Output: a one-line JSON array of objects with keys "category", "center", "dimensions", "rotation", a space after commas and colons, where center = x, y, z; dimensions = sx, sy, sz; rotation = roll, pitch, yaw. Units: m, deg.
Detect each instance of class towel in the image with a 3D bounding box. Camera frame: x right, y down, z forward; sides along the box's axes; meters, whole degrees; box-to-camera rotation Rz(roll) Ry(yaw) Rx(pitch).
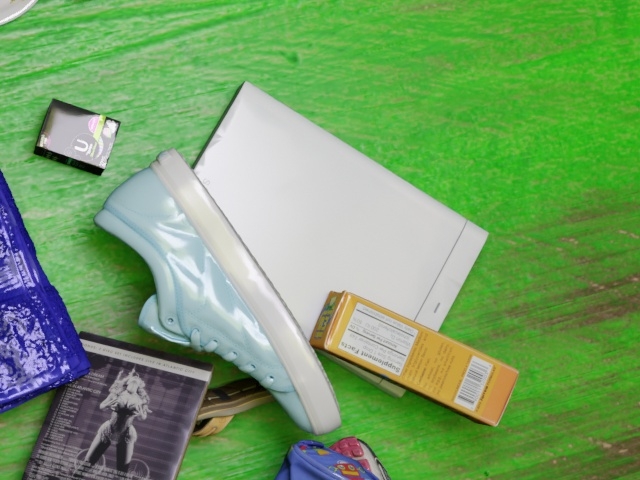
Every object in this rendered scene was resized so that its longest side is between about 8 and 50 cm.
[{"category": "towel", "center": [-0.406, 0.047, 1.635], "dimensions": [0.228, 0.076, 0.308], "rotation": [-22, 83, -27]}]

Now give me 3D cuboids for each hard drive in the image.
[{"category": "hard drive", "center": [0.000, 0.000, 1.792], "dimensions": [0.353, 0.047, 0.233], "rotation": [31, 78, -9]}]

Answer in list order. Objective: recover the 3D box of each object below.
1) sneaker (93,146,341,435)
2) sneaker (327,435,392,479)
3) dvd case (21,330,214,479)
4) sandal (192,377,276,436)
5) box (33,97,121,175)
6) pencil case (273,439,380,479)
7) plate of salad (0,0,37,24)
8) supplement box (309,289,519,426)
[{"category": "sneaker", "center": [-0.120, 0.083, 1.680], "dimensions": [0.150, 0.135, 0.366], "rotation": [-34, 89, -1]}, {"category": "sneaker", "center": [0.083, 0.371, 1.753], "dimensions": [0.112, 0.121, 0.299], "rotation": [-12, 75, -51]}, {"category": "dvd case", "center": [-0.229, 0.219, 1.666], "dimensions": [0.165, 0.018, 0.221], "rotation": [13, 65, 10]}, {"category": "sandal", "center": [-0.127, 0.200, 1.735], "dimensions": [0.180, 0.072, 0.049], "rotation": [-10, 109, -20]}, {"category": "box", "center": [-0.281, -0.119, 1.727], "dimensions": [0.083, 0.052, 0.062], "rotation": [19, 78, -11]}, {"category": "pencil case", "center": [-0.056, 0.363, 1.670], "dimensions": [0.133, 0.119, 0.306], "rotation": [36, 95, 28]}, {"category": "plate of salad", "center": [-0.403, -0.342, 1.721], "dimensions": [0.200, 0.048, 0.199], "rotation": [2, 83, -15]}, {"category": "supplement box", "center": [0.108, 0.136, 1.744], "dimensions": [0.233, 0.078, 0.080], "rotation": [27, 81, -12]}]
